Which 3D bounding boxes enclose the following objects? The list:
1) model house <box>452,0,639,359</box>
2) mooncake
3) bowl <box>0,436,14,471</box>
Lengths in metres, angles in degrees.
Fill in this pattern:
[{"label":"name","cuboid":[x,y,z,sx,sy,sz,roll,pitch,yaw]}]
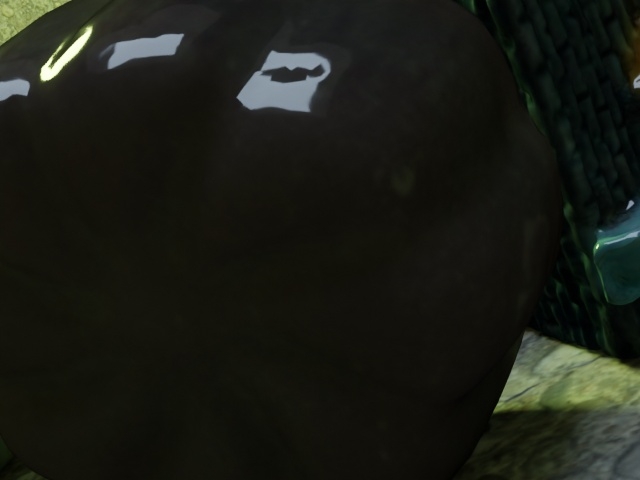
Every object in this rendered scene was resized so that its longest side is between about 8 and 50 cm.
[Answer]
[{"label":"model house","cuboid":[0.161,-0.096,0.786,0.225,0.261,0.241,-20,13,16]},{"label":"mooncake","cuboid":[-0.042,0.009,0.692,0.306,0.306,0.154,-16,21,29]},{"label":"bowl","cuboid":[-0.256,0.053,0.976,0.307,0.163,0.307,-63,-3,-6]}]
